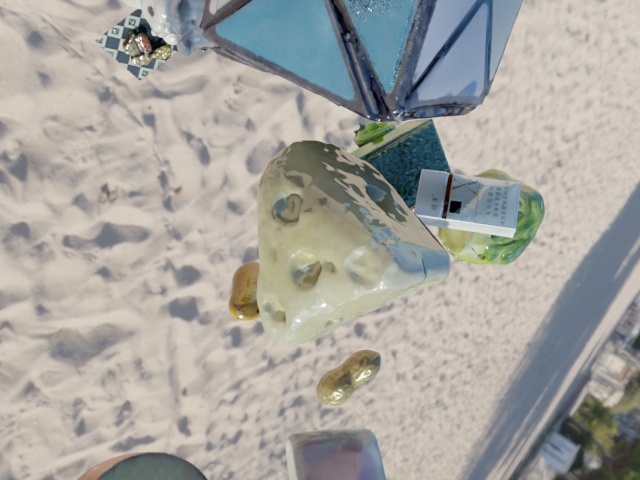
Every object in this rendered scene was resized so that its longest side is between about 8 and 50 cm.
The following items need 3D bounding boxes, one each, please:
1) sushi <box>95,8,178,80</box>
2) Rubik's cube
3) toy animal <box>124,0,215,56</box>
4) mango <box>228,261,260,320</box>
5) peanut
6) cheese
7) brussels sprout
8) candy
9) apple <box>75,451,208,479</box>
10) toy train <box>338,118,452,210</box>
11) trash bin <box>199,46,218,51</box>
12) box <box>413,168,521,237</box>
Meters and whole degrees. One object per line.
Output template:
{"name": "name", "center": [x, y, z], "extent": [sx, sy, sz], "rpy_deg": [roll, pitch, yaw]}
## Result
{"name": "sushi", "center": [-0.355, -0.382, 1.229], "extent": [0.120, 0.026, 0.126], "rpy_deg": [-33, 141, 11]}
{"name": "Rubik's cube", "center": [0.076, -0.338, 0.761], "extent": [0.310, 0.305, 0.307], "rpy_deg": [-19, 134, -52]}
{"name": "toy animal", "center": [-0.251, -0.364, 0.950], "extent": [0.104, 0.220, 0.131], "rpy_deg": [79, 30, -68]}
{"name": "mango", "center": [-0.171, 0.131, 1.571], "extent": [0.178, 0.115, 0.090], "rpy_deg": [-89, -156, -48]}
{"name": "peanut", "center": [0.067, 0.326, 1.482], "extent": [0.193, 0.089, 0.089], "rpy_deg": [-43, 156, 12]}
{"name": "cheese", "center": [-0.001, 0.000, 0.804], "extent": [0.251, 0.248, 0.173], "rpy_deg": [-40, 158, 33]}
{"name": "brussels sprout", "center": [0.344, -0.038, 1.255], "extent": [0.223, 0.161, 0.223], "rpy_deg": [-12, 135, -12]}
{"name": "candy", "center": [0.033, 0.460, 1.018], "extent": [0.144, 0.208, 0.359], "rpy_deg": [-10, 143, -5]}
{"name": "apple", "center": [-0.278, 0.412, 0.778], "extent": [0.251, 0.163, 0.293], "rpy_deg": [54, 44, -34]}
{"name": "toy train", "center": [0.097, -0.116, 1.109], "extent": [0.271, 0.188, 0.159], "rpy_deg": [-30, 109, -20]}
{"name": "trash bin", "center": [-0.029, -0.452, 1.231], "extent": [0.296, 0.367, 0.256], "rpy_deg": [-63, 179, 22]}
{"name": "box", "center": [0.227, -0.058, 0.965], "extent": [0.040, 0.154, 0.084], "rpy_deg": [72, 29, -68]}
